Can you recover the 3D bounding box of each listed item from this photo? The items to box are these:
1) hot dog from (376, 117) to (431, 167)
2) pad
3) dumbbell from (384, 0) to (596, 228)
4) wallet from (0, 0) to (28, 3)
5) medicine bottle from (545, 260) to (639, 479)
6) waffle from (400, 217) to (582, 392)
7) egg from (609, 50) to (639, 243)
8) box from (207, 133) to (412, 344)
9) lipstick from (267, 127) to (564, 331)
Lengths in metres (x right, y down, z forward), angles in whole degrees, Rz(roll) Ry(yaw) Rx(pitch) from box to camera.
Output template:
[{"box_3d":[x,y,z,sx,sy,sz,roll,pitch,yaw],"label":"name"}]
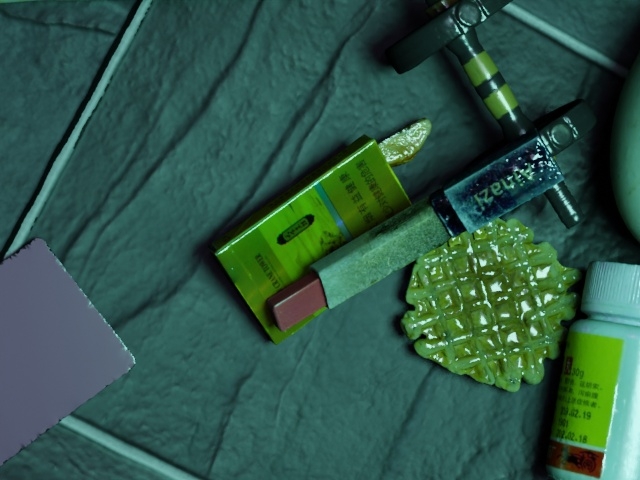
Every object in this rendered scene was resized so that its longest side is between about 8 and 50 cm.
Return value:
[{"box_3d":[0.076,-0.091,1.442,0.090,0.030,0.034,-30,95,-10],"label":"hot dog"},{"box_3d":[-0.328,0.135,1.370,0.265,0.009,0.159,-37,95,-8],"label":"pad"},{"box_3d":[0.167,-0.153,1.405,0.143,0.143,0.325,-33,95,-10],"label":"dumbbell"},{"box_3d":[-0.173,-0.338,1.388,0.310,0.077,0.223,-3,92,-10],"label":"wallet"},{"box_3d":[0.309,0.142,1.423,0.139,0.139,0.225,11,86,-10],"label":"medicine bottle"},{"box_3d":[0.175,0.060,1.449,0.183,0.036,0.169,26,82,-15],"label":"waffle"},{"box_3d":[0.421,-0.142,1.410,0.230,0.230,0.371,29,78,-9],"label":"egg"},{"box_3d":[0.000,0.000,1.405,0.193,0.030,0.121,-36,115,-9],"label":"box"},{"box_3d":[0.079,-0.003,1.342,0.312,0.051,0.051,-30,103,11],"label":"lipstick"}]
